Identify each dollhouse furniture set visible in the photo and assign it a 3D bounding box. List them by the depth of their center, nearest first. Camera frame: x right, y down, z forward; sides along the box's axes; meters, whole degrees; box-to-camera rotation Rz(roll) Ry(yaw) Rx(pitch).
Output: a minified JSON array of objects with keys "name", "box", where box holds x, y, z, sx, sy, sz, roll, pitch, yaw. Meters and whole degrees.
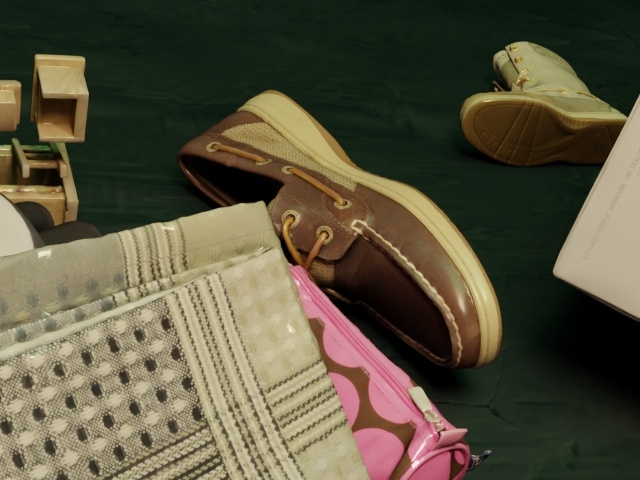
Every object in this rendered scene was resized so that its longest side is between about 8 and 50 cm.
[{"name":"dollhouse furniture set","box":[-0.279,-0.078,0.818,0.181,0.161,0.101,-1,39,-22]}]

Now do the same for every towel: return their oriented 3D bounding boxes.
[{"name":"towel","box":[-0.087,0.149,0.541,0.312,0.056,0.324,-19,82,-38]}]

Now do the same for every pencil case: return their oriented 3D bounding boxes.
[{"name":"pencil case","box":[0.012,0.101,0.740,0.095,0.098,0.209,-17,46,-37]}]

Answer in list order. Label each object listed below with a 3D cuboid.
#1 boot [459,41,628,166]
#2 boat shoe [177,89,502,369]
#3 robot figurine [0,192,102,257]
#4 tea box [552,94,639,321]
[{"name":"boot","box":[0.220,-0.156,1.179,0.213,0.077,0.165,2,38,-26]},{"name":"boat shoe","box":[0.000,0.000,0.868,0.123,0.123,0.342,-26,51,-25]},{"name":"robot figurine","box":[-0.256,0.067,0.631,0.278,0.209,0.174,-24,82,-42]},{"name":"tea box","box":[0.401,-0.013,0.857,0.323,0.220,0.329,30,18,17]}]
